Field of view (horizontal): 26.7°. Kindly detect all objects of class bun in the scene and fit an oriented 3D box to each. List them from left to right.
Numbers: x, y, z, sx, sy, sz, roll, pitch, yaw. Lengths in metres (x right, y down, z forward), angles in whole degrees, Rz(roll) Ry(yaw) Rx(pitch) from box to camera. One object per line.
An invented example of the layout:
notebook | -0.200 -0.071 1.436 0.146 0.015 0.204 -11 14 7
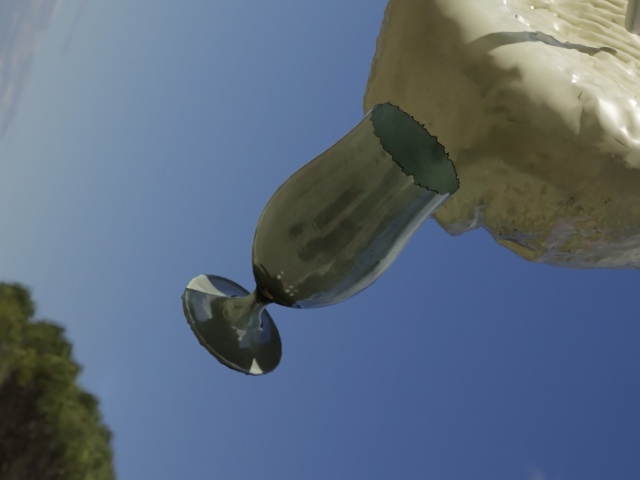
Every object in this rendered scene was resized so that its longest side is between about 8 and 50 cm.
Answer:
bun | 0.195 -0.100 1.103 0.359 0.360 0.211 -94 -160 -55

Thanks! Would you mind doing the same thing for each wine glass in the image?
wine glass | 0.000 0.000 0.909 0.202 0.093 0.093 -46 -154 30

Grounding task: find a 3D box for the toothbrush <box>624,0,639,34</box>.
toothbrush | 0.244 -0.281 0.927 0.025 0.020 0.286 44 -46 51
